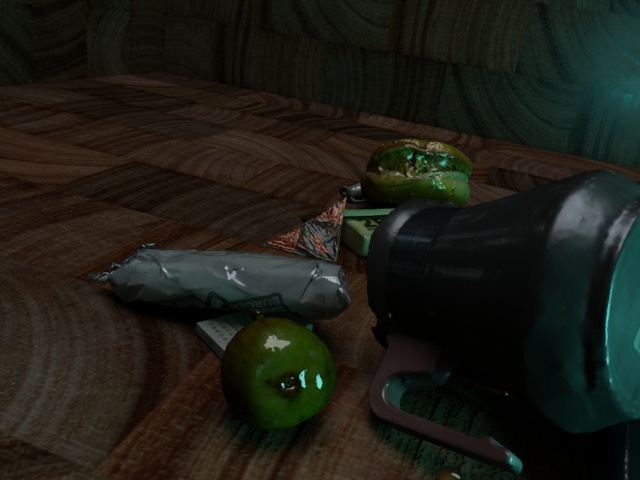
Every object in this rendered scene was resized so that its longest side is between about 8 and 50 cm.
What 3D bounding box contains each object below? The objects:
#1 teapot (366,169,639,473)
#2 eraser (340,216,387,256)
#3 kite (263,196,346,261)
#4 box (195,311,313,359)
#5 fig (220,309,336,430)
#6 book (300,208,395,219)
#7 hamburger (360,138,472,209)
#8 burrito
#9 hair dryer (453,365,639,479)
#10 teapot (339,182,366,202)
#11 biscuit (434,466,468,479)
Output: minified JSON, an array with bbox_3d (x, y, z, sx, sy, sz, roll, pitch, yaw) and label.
[{"bbox_3d":[0.231,0.093,0.726,0.362,0.376,0.305,6,-30,51],"label":"teapot"},{"bbox_3d":[0.142,-0.013,1.318,0.172,0.058,0.117,-4,26,-29],"label":"eraser"},{"bbox_3d":[0.000,0.000,1.230,0.222,0.008,0.125,-31,69,-12],"label":"kite"},{"bbox_3d":[-0.104,0.141,0.899,0.167,0.024,0.090,-10,28,-39],"label":"box"},{"bbox_3d":[-0.070,0.169,0.731,0.142,0.148,0.186,-25,0,-32],"label":"fig"},{"bbox_3d":[0.094,-0.066,1.395,0.242,0.018,0.170,-4,0,-27],"label":"book"},{"bbox_3d":[0.253,-0.155,1.499,0.290,0.170,0.314,7,-6,9],"label":"hamburger"},{"bbox_3d":[-0.167,0.064,0.921,0.446,0.101,0.139,3,14,11],"label":"burrito"},{"bbox_3d":[0.280,0.231,0.791,0.359,0.120,0.303,8,35,24],"label":"hair dryer"},{"bbox_3d":[0.100,-0.136,1.610,0.083,0.057,0.067,-8,56,-24],"label":"teapot"},{"bbox_3d":[0.139,0.320,0.536,0.164,0.047,0.208,24,27,34],"label":"biscuit"}]
